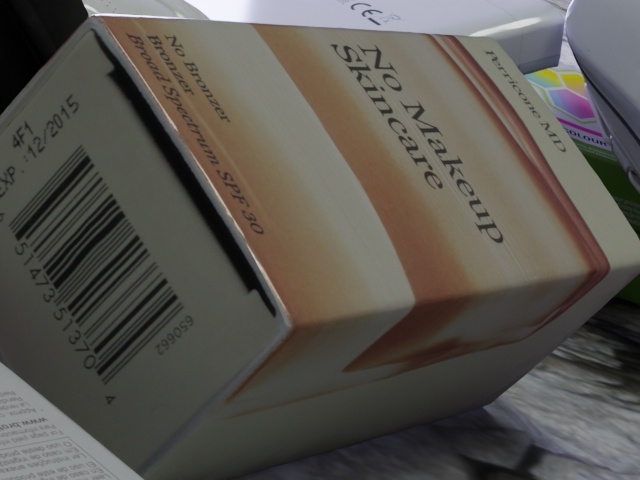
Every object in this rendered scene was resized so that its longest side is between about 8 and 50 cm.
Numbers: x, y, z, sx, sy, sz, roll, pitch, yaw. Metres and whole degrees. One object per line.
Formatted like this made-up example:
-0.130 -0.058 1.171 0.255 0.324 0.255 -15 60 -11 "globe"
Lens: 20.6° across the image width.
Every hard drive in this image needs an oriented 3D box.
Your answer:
-0.061 -0.129 1.084 0.353 0.047 0.233 -16 35 -29 "hard drive"

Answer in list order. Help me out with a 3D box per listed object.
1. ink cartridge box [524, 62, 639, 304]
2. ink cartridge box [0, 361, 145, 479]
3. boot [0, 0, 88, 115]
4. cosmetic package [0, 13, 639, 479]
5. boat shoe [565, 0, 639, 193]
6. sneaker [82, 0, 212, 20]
0.143 -0.086 1.213 0.189 0.097 0.255 18 31 -10 "ink cartridge box"
-0.124 0.102 0.515 0.311 0.065 0.186 30 20 34 "ink cartridge box"
-0.237 -0.066 0.739 0.260 0.348 0.131 -35 50 -16 "boot"
0.000 0.000 0.763 0.296 0.129 0.153 -8 59 -56 "cosmetic package"
0.231 -0.042 1.043 0.267 0.096 0.088 54 -7 30 "boat shoe"
-0.154 -0.124 0.930 0.212 0.080 0.094 25 24 31 "sneaker"
